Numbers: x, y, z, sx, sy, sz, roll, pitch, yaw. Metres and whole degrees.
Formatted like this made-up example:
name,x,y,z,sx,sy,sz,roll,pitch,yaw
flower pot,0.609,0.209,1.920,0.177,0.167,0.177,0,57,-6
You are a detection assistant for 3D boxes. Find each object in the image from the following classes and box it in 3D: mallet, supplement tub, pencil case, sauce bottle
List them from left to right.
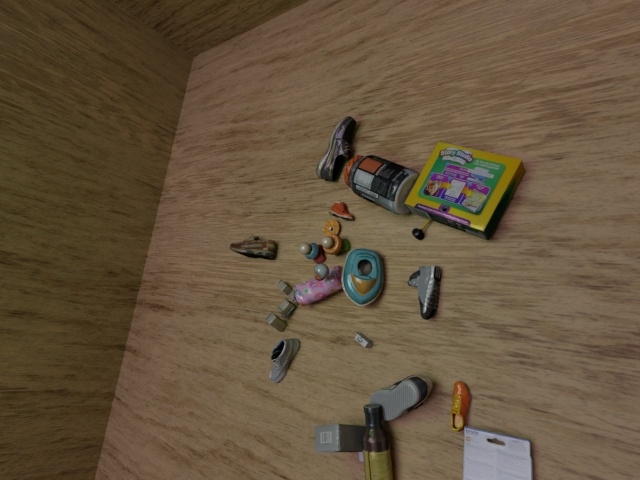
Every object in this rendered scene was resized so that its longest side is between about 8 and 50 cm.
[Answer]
name,x,y,z,sx,sy,sz,roll,pitch,yaw
pencil case,-0.001,0.225,1.976,0.284,0.124,0.124,-27,60,29
sauce bottle,0.221,0.828,1.584,0.111,0.111,0.345,-10,80,36
supplement tub,0.279,-0.266,1.847,0.338,0.207,0.207,33,98,41
mallet,0.473,-0.082,1.752,0.190,0.062,0.039,-47,50,-1

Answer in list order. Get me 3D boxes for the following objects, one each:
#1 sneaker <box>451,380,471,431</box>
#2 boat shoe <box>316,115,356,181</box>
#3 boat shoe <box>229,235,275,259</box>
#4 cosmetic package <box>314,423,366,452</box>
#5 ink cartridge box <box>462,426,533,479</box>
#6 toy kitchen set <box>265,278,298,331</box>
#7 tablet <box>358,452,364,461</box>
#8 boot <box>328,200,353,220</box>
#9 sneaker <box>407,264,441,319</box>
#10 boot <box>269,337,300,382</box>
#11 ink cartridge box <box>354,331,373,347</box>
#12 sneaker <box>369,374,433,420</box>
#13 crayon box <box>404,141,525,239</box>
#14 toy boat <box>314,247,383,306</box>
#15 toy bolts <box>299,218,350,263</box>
name,x,y,z,sx,sy,sz,roll,pitch,yaw
sneaker,0.511,0.608,1.479,0.064,0.067,0.175,-8,70,39
boat shoe,0.110,-0.467,2.117,0.130,0.132,0.356,34,107,30
boat shoe,-0.385,0.036,2.358,0.323,0.122,0.120,6,75,32
cosmetic package,0.096,0.803,1.635,0.127,0.237,0.107,-25,51,33
ink cartridge box,0.599,0.770,1.370,0.223,0.045,0.224,-4,73,38
toy kitchen set,-0.213,0.341,2.139,0.207,0.122,0.166,-47,49,-8
tablet,0.181,0.882,1.698,0.054,0.006,0.084,-20,64,33
boot,0.114,-0.152,2.046,0.157,0.059,0.085,26,88,42
sneaker,0.418,0.212,1.677,0.132,0.086,0.229,0,66,44
boot,-0.213,0.599,2.026,0.095,0.123,0.259,33,98,40
ink cartridge box,0.187,0.443,1.803,0.083,0.048,0.028,35,99,41
sneaker,0.323,0.623,1.601,0.321,0.127,0.126,-49,57,48
crayon box,0.575,-0.212,1.638,0.362,0.106,0.313,27,85,40
toy boat,0.126,0.155,1.795,0.317,0.148,0.268,4,73,-3
toy bolts,0.000,0.000,2.020,0.228,0.158,0.219,-32,58,27
